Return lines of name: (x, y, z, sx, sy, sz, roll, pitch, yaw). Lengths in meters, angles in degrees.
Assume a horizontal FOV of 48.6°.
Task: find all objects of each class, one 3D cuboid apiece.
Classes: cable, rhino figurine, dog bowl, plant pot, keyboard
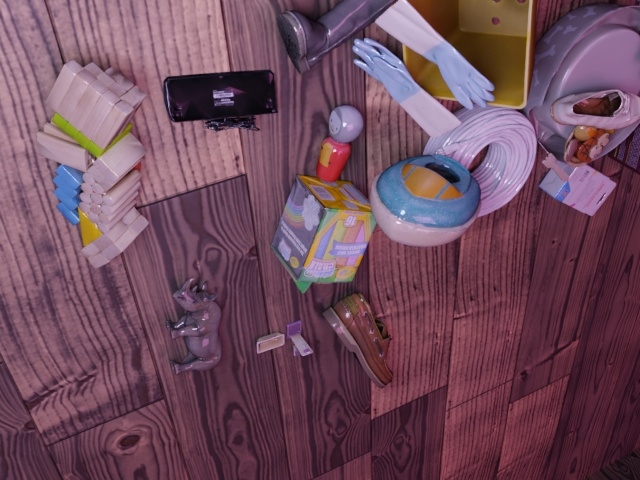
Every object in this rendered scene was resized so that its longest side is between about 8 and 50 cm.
cable: (0.333, -0.165, 1.492, 0.257, 0.089, 0.257, -33, 135, -8)
rhino figurine: (-0.244, 0.166, 1.385, 0.107, 0.073, 0.243, -11, 127, -21)
dog bowl: (0.570, -0.337, 1.504, 0.349, 0.102, 0.348, -17, 130, -21)
plant pot: (0.272, -0.373, 1.199, 0.187, 0.212, 0.212, -54, 147, -38)
keyboard: (-0.165, -0.227, 1.175, 0.192, 0.038, 0.100, -10, 104, -25)

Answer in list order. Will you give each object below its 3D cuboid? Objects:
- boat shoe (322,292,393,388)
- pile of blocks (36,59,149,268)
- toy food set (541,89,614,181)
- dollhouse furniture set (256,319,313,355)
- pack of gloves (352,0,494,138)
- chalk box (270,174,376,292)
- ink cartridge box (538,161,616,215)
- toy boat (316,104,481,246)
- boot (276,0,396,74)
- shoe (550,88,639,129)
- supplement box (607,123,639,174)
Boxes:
boat shoe: (0.119, 0.237, 1.642, 0.104, 0.110, 0.307, -36, 135, -2)
pile of blocks: (-0.339, -0.125, 1.101, 0.112, 0.149, 0.362, -58, 167, -48)
toy food set: (0.568, -0.208, 1.501, 0.132, 0.038, 0.192, 29, 104, -43)
dollhouse furniture set: (-0.076, 0.246, 1.545, 0.115, 0.081, 0.090, -16, 130, -22)
pack of gloves: (0.173, -0.288, 1.179, 0.232, 0.195, 0.046, 40, 65, -14)
chalk box: (0.000, 0.000, 1.374, 0.132, 0.132, 0.212, 2, 122, -34)
ink cartridge box: (0.625, -0.135, 1.718, 0.181, 0.061, 0.104, 18, 112, -40)
toy boat: (0.138, -0.118, 1.277, 0.267, 0.318, 0.148, -42, 157, -54)
boot: (0.037, -0.361, 1.125, 0.209, 0.076, 0.189, -30, 178, 0)
shoe: (0.566, -0.260, 1.414, 0.219, 0.058, 0.076, -6, 88, -18)
supplement box: (0.792, -0.206, 1.646, 0.073, 0.239, 0.130, -20, 132, -21)
